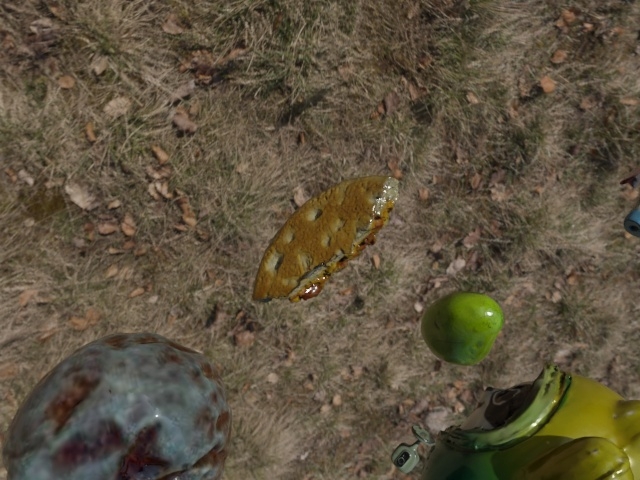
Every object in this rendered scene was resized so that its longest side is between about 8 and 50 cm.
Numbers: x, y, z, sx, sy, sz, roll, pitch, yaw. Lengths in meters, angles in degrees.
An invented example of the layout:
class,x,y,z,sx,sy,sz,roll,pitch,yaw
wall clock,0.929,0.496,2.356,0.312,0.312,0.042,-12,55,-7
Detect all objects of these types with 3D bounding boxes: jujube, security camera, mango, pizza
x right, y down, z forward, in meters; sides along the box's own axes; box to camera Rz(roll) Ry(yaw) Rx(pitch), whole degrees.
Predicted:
class,x,y,z,sx,sy,sz,roll,pitch,yaw
jujube,-0.229,0.222,0.600,0.247,0.215,0.308,-10,162,-27
security camera,0.183,0.426,1.020,0.058,0.058,0.092,30,96,-18
mango,0.223,0.136,0.810,0.117,0.089,0.163,27,141,21
pizza,0.002,0.002,0.665,0.246,0.127,0.058,-50,138,9

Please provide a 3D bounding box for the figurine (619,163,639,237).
class,x,y,z,sx,sy,sz,roll,pitch,yaw
figurine,0.416,-0.096,0.492,0.260,0.205,0.103,-49,129,-8

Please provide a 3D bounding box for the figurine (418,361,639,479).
class,x,y,z,sx,sy,sz,roll,pitch,yaw
figurine,0.226,0.295,0.570,0.340,0.231,0.323,-38,154,4
